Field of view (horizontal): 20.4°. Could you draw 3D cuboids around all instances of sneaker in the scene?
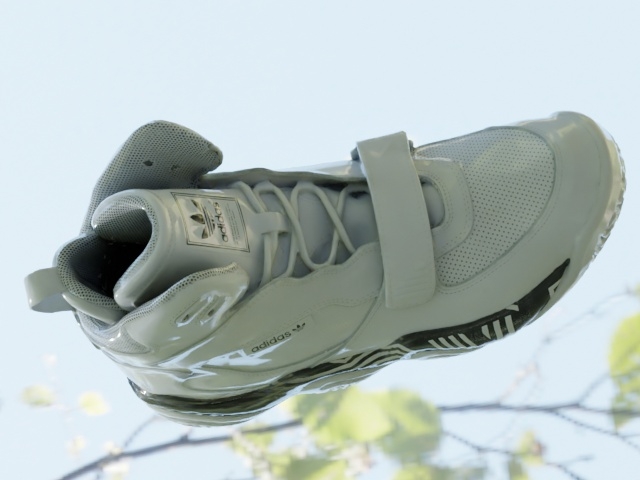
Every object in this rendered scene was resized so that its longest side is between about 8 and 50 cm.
[{"bbox_3d":[0.000,0.000,1.099,0.210,0.365,0.137,37,-146,-57],"label":"sneaker"}]
